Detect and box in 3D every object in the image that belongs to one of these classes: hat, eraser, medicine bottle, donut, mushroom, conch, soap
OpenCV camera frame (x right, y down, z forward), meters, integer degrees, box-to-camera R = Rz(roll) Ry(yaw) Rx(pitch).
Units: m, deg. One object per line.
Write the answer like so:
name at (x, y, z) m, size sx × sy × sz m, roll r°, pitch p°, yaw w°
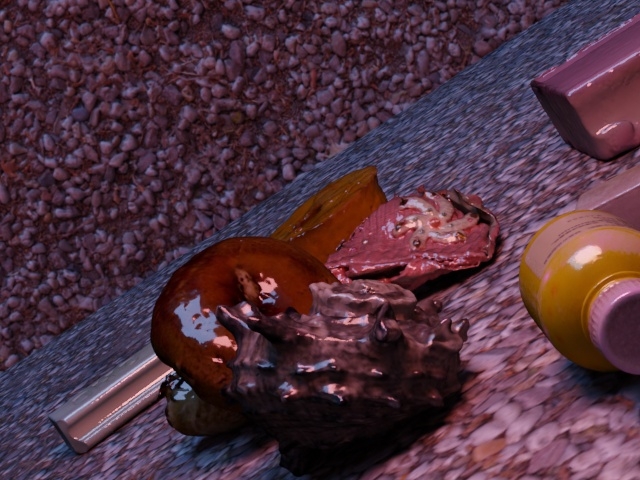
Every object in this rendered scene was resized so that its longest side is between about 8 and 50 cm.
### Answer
hat at (0.125, -0.013, 1.842) m, size 0.236 × 0.107 × 0.286 m, roll -5°, pitch 17°, yaw 16°
eraser at (0.482, -0.256, 1.907) m, size 0.359 × 0.122 × 0.272 m, roll -34°, pitch 12°, yaw 2°
medicine bottle at (0.238, 0.049, 1.149) m, size 0.121 × 0.122 × 0.212 m, roll -32°, pitch 10°, yaw 4°
donut at (-0.002, 0.002, 2.196) m, size 0.277 × 0.108 × 0.277 m, roll -32°, pitch 10°, yaw 6°
mushroom at (-0.072, 0.115, 1.669) m, size 0.267 × 0.267 × 0.254 m, roll -36°, pitch -26°, yaw -17°
conch at (0.019, 0.110, 1.392) m, size 0.240 × 0.186 × 0.313 m, roll -23°, pitch -4°, yaw -34°
soap at (-0.311, 0.239, 2.139) m, size 0.198 × 0.067 × 0.119 m, roll -36°, pitch 8°, yaw -16°

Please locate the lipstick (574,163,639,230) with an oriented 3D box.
lipstick at (0.425, -0.085, 1.348) m, size 0.371 × 0.080 × 0.076 m, roll -29°, pitch 11°, yaw 24°
